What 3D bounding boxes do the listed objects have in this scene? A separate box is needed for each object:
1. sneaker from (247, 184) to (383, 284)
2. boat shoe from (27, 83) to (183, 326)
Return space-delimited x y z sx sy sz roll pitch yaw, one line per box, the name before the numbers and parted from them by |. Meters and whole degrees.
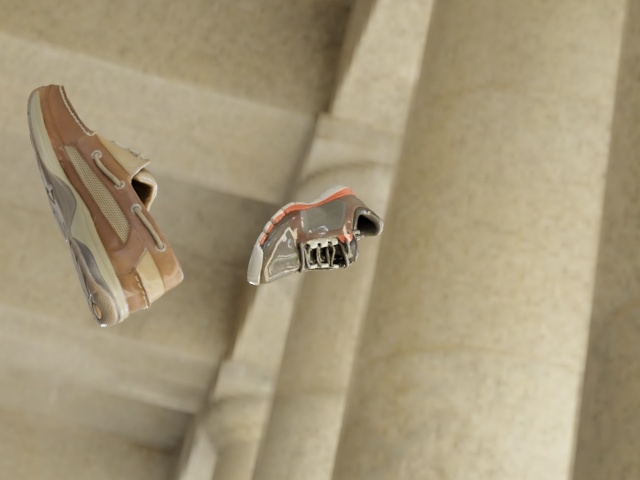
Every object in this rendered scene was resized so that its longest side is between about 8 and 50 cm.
sneaker | 0.000 0.000 1.468 0.065 0.158 0.061 31 -48 24
boat shoe | -0.237 -0.049 1.846 0.116 0.324 0.123 -19 -32 -10
